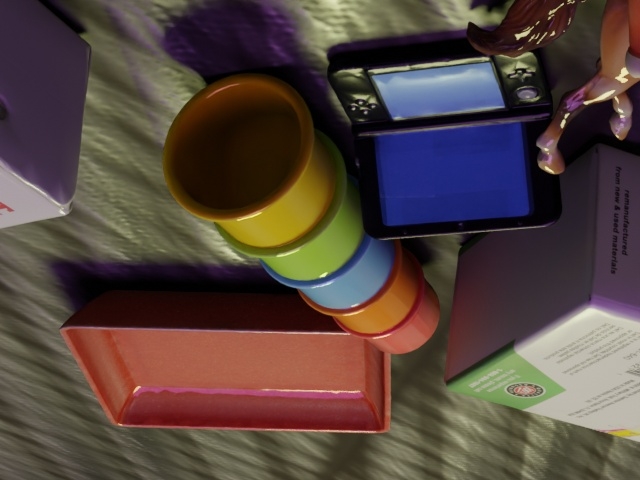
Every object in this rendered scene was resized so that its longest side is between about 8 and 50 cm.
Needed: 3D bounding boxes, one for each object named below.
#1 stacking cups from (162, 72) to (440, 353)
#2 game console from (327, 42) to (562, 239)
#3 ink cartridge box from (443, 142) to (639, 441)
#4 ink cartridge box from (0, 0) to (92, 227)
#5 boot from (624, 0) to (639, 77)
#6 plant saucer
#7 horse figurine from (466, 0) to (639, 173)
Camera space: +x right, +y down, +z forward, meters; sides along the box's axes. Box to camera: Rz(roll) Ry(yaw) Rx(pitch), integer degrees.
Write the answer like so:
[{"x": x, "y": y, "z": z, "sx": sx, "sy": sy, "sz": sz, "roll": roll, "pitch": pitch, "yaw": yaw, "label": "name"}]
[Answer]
[{"x": 0.000, "y": 0.000, "z": 0.977, "sx": 0.096, "sy": 0.096, "sz": 0.316, "roll": -6, "pitch": 158, "yaw": 17, "label": "stacking cups"}, {"x": 0.073, "y": -0.057, "z": 0.853, "sx": 0.122, "sy": 0.071, "sz": 0.107, "roll": -5, "pitch": 155, "yaw": 15, "label": "game console"}, {"x": 0.255, "y": 0.058, "z": 1.005, "sx": 0.278, "sy": 0.117, "sz": 0.201, "roll": 16, "pitch": 154, "yaw": -16, "label": "ink cartridge box"}, {"x": -0.289, "y": -0.078, "z": 0.789, "sx": 0.272, "sy": 0.114, "sz": 0.197, "roll": -9, "pitch": 152, "yaw": 26, "label": "ink cartridge box"}, {"x": 0.214, "y": -0.103, "z": 0.664, "sx": 0.157, "sy": 0.059, "sz": 0.085, "roll": 4, "pitch": 116, "yaw": 0, "label": "boot"}, {"x": -0.069, "y": 0.102, "z": 1.249, "sx": 0.259, "sy": 0.048, "sz": 0.258, "roll": 0, "pitch": 155, "yaw": 3, "label": "plant saucer"}, {"x": 0.209, "y": -0.096, "z": 0.743, "sx": 0.263, "sy": 0.066, "sz": 0.174, "roll": 10, "pitch": 140, "yaw": 0, "label": "horse figurine"}]
